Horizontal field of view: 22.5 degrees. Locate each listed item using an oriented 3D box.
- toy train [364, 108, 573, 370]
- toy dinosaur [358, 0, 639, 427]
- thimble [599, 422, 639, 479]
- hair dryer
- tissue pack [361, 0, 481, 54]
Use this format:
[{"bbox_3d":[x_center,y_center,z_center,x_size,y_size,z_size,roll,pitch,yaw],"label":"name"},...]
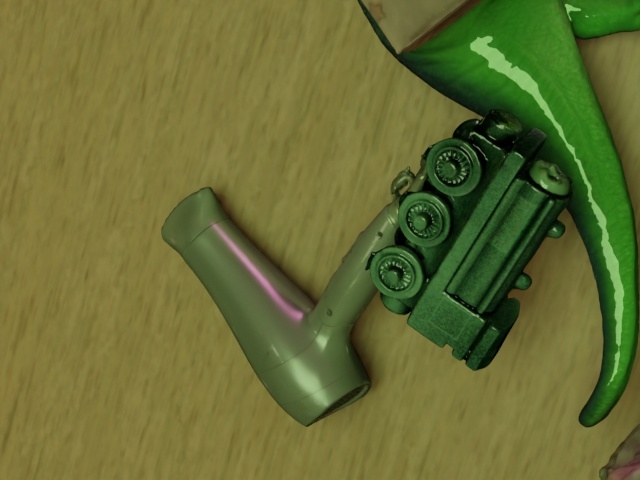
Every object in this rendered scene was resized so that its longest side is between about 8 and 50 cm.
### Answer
[{"bbox_3d":[0.106,-0.004,1.088,0.111,0.071,0.170,34,121,8],"label":"toy train"},{"bbox_3d":[0.057,-0.134,1.155,0.374,0.144,0.500,7,93,24],"label":"toy dinosaur"},{"bbox_3d":[0.326,0.132,1.005,0.195,0.291,0.291,42,107,8],"label":"thimble"},{"bbox_3d":[0.000,0.000,1.201,0.206,0.075,0.237,52,125,14],"label":"hair dryer"},{"bbox_3d":[0.027,-0.300,1.042,0.170,0.071,0.325,-37,87,26],"label":"tissue pack"}]
